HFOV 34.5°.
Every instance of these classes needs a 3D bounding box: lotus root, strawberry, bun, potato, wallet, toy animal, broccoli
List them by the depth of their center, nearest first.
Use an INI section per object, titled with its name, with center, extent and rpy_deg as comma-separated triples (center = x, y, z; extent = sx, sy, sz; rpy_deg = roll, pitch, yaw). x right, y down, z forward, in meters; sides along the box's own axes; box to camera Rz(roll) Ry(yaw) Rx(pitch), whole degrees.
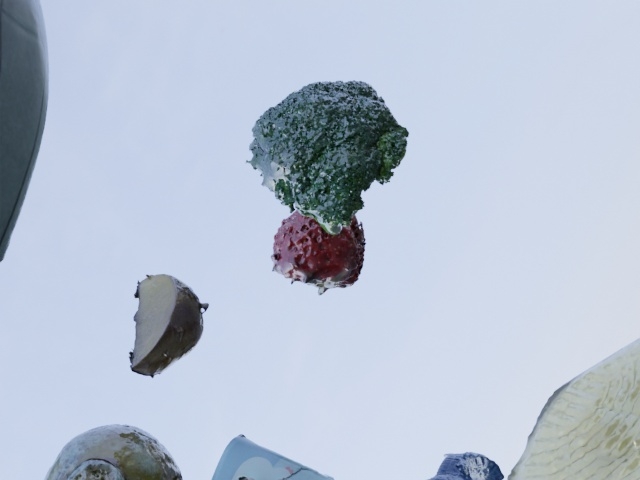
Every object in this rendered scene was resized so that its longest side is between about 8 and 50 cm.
[bun]
center = 0.383, 0.269, 1.114
extent = 0.364, 0.202, 0.364
rpy_deg = -42, 15, 14
[lotus root]
center = -0.263, 0.336, 1.335
extent = 0.175, 0.175, 0.349
rpy_deg = -53, -11, -23
[potato]
center = -0.189, 0.116, 1.371
extent = 0.100, 0.089, 0.172
rpy_deg = 54, -163, -32
[wallet]
center = -0.070, 0.430, 1.631
extent = 0.075, 0.250, 0.176
rpy_deg = 38, -107, -51
[broccoli]
center = 0.013, -0.134, 1.680
extent = 0.245, 0.265, 0.294
rpy_deg = 82, -176, -54
[toy animal]
center = 0.207, 0.414, 1.721
extent = 0.239, 0.255, 0.176
rpy_deg = -26, -70, -46
[strawberry]
center = 0.000, 0.000, 1.947
extent = 0.184, 0.187, 0.201
rpy_deg = 180, 104, -70

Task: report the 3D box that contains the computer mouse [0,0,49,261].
[computer mouse]
center = -0.278, -0.141, 0.729
extent = 0.188, 0.122, 0.370
rpy_deg = 33, -138, -47
